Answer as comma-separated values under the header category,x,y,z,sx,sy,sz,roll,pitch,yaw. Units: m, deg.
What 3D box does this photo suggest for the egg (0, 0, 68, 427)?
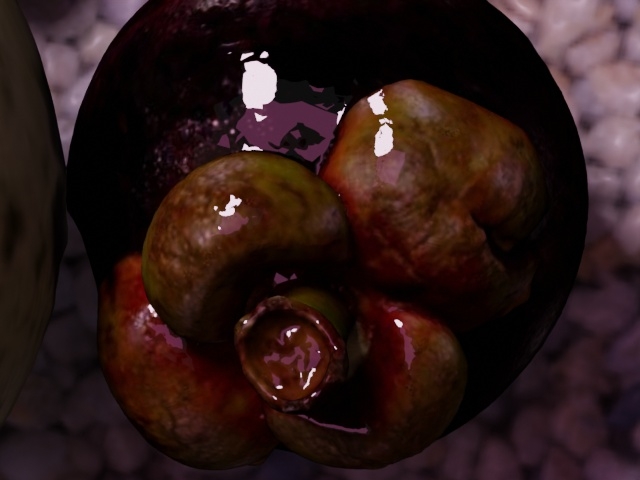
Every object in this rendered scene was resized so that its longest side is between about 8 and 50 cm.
category,x,y,z,sx,sy,sz,roll,pitch,yaw
egg,-0.302,-0.030,0.695,0.428,0.345,0.345,14,84,18

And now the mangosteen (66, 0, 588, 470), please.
category,x,y,z,sx,sy,sz,roll,pitch,yaw
mangosteen,0.000,0.000,0.717,0.211,0.250,0.211,1,117,3
